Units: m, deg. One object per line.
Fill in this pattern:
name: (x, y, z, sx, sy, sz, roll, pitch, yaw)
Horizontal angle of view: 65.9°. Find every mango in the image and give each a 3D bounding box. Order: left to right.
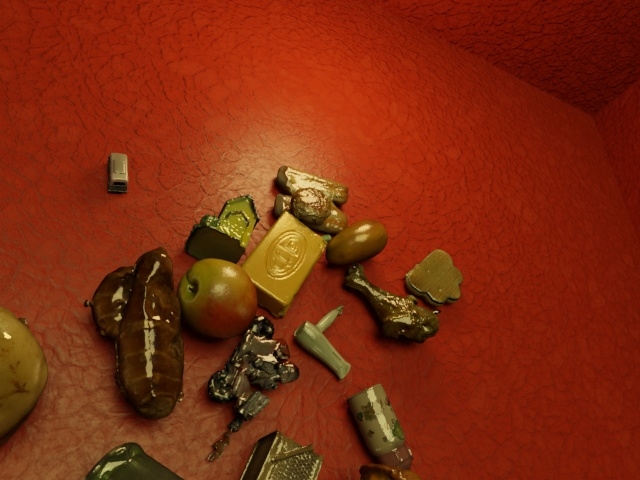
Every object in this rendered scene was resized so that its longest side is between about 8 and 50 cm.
mango: (0.135, 0.006, 1.732, 0.255, 0.175, 0.139, -23, 73, -45)

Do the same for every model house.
model house: (-0.290, -0.049, 1.525, 0.170, 0.194, 0.211, 27, 52, -9)

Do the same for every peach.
peach: (-0.284, 0.161, 1.367, 0.231, 0.231, 0.230, 14, 54, -21)

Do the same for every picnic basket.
picnic basket: (-0.120, 0.618, 1.202, 0.139, 0.165, 0.266, 33, 50, -8)

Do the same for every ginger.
ginger: (-0.464, 0.241, 1.250, 0.176, 0.254, 0.417, 19, 56, -65)

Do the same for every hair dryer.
hair dryer: (0.041, 0.296, 1.585, 0.206, 0.075, 0.237, 44, 41, -7)

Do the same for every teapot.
teapot: (-0.349, 0.598, 1.037, 0.337, 0.270, 0.200, 23, 23, 21)

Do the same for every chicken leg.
chicken leg: (0.230, 0.238, 1.677, 0.361, 0.140, 0.211, 26, 29, 1)

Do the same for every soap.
soap: (-0.125, 0.070, 1.604, 0.204, 0.096, 0.324, 35, 49, -4)

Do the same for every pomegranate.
pomegranate: (-0.736, 0.279, 1.008, 0.333, 0.332, 0.332, 14, 54, -21)

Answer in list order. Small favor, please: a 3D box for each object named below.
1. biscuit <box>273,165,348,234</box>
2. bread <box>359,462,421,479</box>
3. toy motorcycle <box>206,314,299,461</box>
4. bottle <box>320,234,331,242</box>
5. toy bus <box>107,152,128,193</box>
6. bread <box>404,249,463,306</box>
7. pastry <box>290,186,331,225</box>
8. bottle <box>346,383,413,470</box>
biscuit: (-0.031, -0.146, 1.820, 0.291, 0.062, 0.236, 14, 56, -20)
bread: (0.204, 0.734, 1.187, 0.215, 0.398, 0.398, -35, 80, -34)
toy motorcycle: (-0.191, 0.394, 1.335, 0.207, 0.134, 0.401, 33, 48, 1)
bottle: (0.000, 0.000, 1.763, 0.083, 0.030, 0.030, -17, 70, -37)
toy bus: (-0.624, -0.214, 1.523, 0.060, 0.075, 0.122, 2, 59, -28)
bread: (0.448, 0.157, 1.894, 0.287, 0.056, 0.207, -29, 74, -39)
pastry: (-0.033, -0.120, 1.711, 0.154, 0.081, 0.153, 14, 56, -22)
bottle: (0.180, 0.558, 1.442, 0.121, 0.120, 0.253, -13, 68, -35)
